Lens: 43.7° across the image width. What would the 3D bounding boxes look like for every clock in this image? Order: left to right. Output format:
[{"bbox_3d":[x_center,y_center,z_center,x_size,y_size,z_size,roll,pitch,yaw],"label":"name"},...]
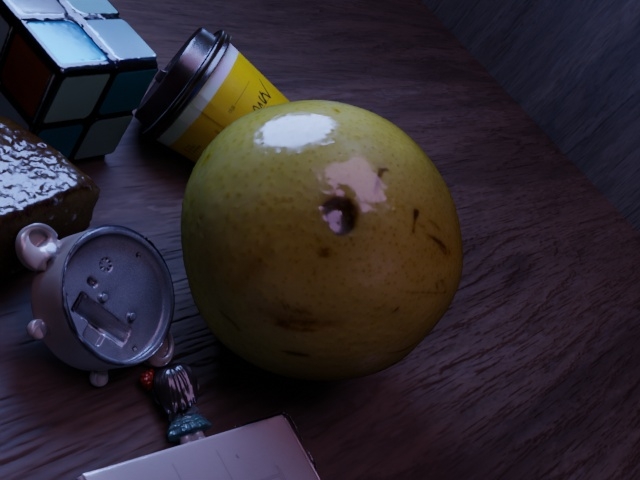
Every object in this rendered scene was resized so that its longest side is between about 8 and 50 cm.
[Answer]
[{"bbox_3d":[-0.227,0.063,0.852,0.229,0.063,0.156,49,43,-32],"label":"clock"}]

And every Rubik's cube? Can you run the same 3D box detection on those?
[{"bbox_3d":[-0.344,-0.214,1.014,0.180,0.183,0.167,50,36,12],"label":"Rubik's cube"}]

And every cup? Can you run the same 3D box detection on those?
[{"bbox_3d":[-0.123,-0.172,1.189,0.279,0.196,0.196,35,33,-20],"label":"cup"}]

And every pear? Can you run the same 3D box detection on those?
[{"bbox_3d":[0.000,0.000,0.957,0.348,0.348,0.348,26,36,-20],"label":"pear"}]

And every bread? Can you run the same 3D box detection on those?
[{"bbox_3d":[-0.409,-0.006,0.771,0.165,0.113,0.416,39,33,7],"label":"bread"}]

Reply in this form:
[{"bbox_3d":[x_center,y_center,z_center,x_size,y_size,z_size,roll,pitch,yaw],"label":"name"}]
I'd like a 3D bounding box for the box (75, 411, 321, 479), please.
[{"bbox_3d":[-0.093,0.292,0.738,0.251,0.106,0.203,-4,54,-48],"label":"box"}]

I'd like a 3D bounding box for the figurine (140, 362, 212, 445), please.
[{"bbox_3d":[-0.154,0.183,0.865,0.060,0.047,0.106,-19,66,-12],"label":"figurine"}]
